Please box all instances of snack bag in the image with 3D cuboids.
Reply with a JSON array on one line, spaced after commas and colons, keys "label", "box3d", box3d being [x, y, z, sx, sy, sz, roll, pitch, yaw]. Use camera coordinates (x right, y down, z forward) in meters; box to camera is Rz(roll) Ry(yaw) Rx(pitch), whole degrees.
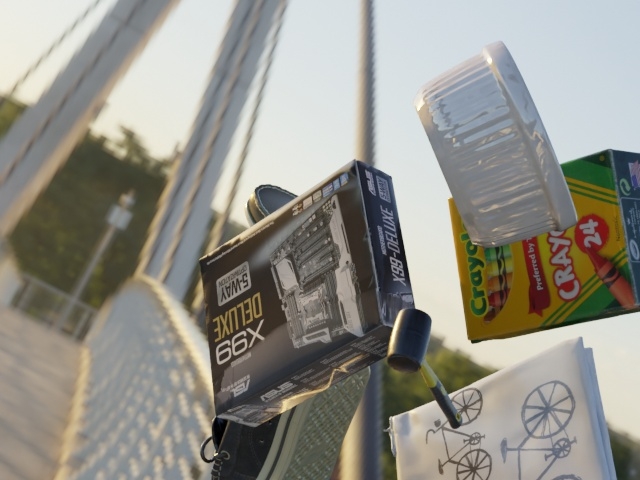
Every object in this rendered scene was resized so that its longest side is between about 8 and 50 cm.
[{"label": "snack bag", "box3d": [0.248, 0.327, 1.971, 0.037, 0.343, 0.323, 42, 32, -39]}]

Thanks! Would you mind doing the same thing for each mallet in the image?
[{"label": "mallet", "box3d": [0.117, 0.136, 1.481, 0.039, 0.062, 0.189, -1, -29, 25]}]

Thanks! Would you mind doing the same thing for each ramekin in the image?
[{"label": "ramekin", "box3d": [0.175, -0.091, 1.452, 0.207, 0.109, 0.207, -22, 90, -84]}]

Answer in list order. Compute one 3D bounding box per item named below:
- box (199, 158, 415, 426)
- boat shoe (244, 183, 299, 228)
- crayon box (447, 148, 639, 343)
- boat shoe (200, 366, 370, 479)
[{"label": "box", "box3d": [-0.022, 0.074, 1.838, 0.307, 0.242, 0.076, -31, -37, 34]}, {"label": "boat shoe", "box3d": [0.003, -0.002, 2.105, 0.305, 0.109, 0.091, 40, -39, 29]}, {"label": "crayon box", "box3d": [0.283, 0.018, 1.843, 0.081, 0.202, 0.319, 2, -14, -45]}, {"label": "boat shoe", "box3d": [-0.083, 0.320, 2.126, 0.187, 0.500, 0.156, -14, 46, -46]}]
